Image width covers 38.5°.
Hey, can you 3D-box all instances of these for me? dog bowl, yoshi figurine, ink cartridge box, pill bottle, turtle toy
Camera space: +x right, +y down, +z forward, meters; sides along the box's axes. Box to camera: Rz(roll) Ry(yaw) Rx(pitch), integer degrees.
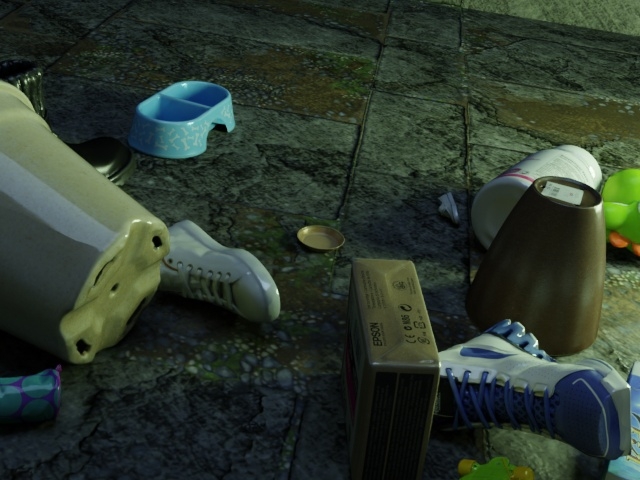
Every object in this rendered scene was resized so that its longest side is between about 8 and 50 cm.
[{"bbox_3d":[-0.288,-0.263,1.938,0.166,0.074,0.297,16,29,14],"label":"dog bowl"},{"bbox_3d":[0.684,-0.055,1.728,0.362,0.203,0.203,7,13,2],"label":"yoshi figurine"},{"bbox_3d":[0.081,0.162,1.153,0.088,0.193,0.234,3,29,-5],"label":"ink cartridge box"},{"bbox_3d":[0.410,-0.078,1.703,0.160,0.160,0.283,25,32,27],"label":"pill bottle"},{"bbox_3d":[0.204,0.296,1.075,0.095,0.066,0.130,-1,18,35],"label":"turtle toy"}]

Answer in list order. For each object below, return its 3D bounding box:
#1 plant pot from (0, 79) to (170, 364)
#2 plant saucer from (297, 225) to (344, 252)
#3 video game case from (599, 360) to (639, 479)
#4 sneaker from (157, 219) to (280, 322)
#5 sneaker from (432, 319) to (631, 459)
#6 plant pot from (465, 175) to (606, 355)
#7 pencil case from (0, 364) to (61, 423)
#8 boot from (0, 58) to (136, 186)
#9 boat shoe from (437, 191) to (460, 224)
[{"bbox_3d":[-0.386,-0.002,1.240,0.306,0.333,0.334,29,34,13],"label":"plant pot"},{"bbox_3d":[0.000,0.000,1.604,0.084,0.015,0.083,6,29,-3],"label":"plant saucer"},{"bbox_3d":[0.502,0.284,1.185,0.244,0.061,0.269,17,30,18],"label":"video game case"},{"bbox_3d":[-0.178,0.063,1.373,0.123,0.105,0.290,-23,32,-33],"label":"sneaker"},{"bbox_3d":[0.238,0.206,1.177,0.182,0.127,0.315,-14,16,-20],"label":"sneaker"},{"bbox_3d":[0.355,0.024,1.434,0.216,0.230,0.215,6,29,-3],"label":"plant pot"},{"bbox_3d":[-0.392,0.189,1.111,0.152,0.064,0.070,0,55,-16],"label":"pencil case"},{"bbox_3d":[-0.457,-0.180,1.527,0.131,0.260,0.348,4,25,30],"label":"boot"},{"bbox_3d":[0.244,-0.059,1.762,0.035,0.035,0.100,-19,33,7],"label":"boat shoe"}]
